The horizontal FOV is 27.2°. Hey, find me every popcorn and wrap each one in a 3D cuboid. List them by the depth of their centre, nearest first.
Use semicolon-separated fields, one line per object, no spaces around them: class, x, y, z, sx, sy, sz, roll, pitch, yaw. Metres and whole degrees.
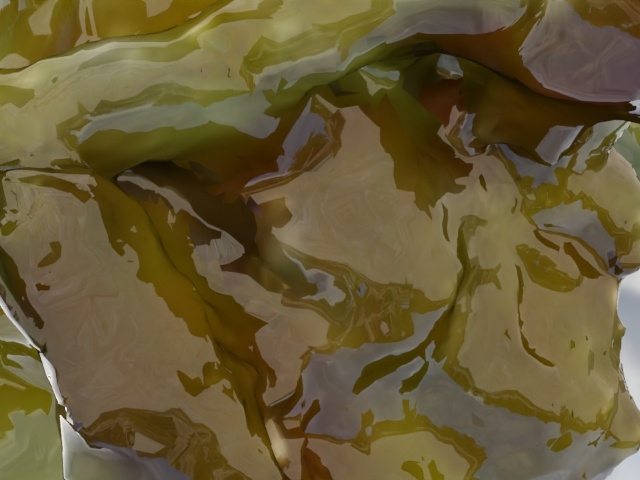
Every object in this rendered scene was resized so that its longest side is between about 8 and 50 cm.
popcorn;-0.003;0.007;0.487;0.290;0.321;0.326;27;-133;33
